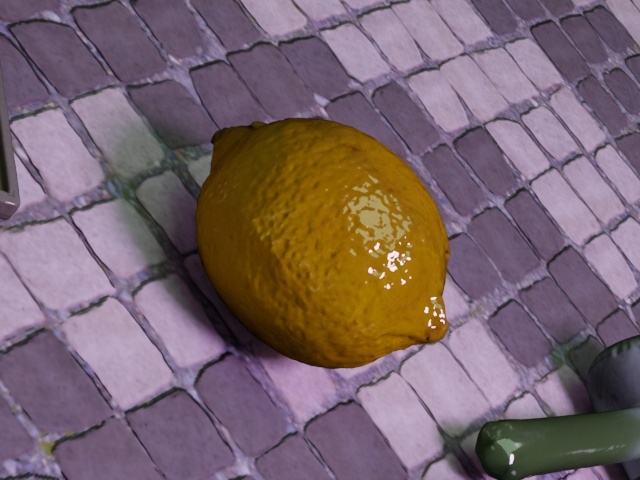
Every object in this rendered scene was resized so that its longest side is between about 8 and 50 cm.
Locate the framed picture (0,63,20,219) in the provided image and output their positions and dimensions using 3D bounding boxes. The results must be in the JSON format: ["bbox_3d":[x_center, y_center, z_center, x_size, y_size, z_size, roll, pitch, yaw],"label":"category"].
[{"bbox_3d":[-0.372,-0.152,1.325,0.324,0.020,0.241,17,44,-38],"label":"framed picture"}]

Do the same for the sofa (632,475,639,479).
[{"bbox_3d":[0.241,0.322,1.393,0.182,0.200,0.258,30,39,-31],"label":"sofa"}]

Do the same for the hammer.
[{"bbox_3d":[0.258,0.187,1.644,0.335,0.119,0.206,0,56,-41],"label":"hammer"}]

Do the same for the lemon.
[{"bbox_3d":[0.000,0.000,1.452,0.256,0.188,0.188,41,30,19],"label":"lemon"}]
